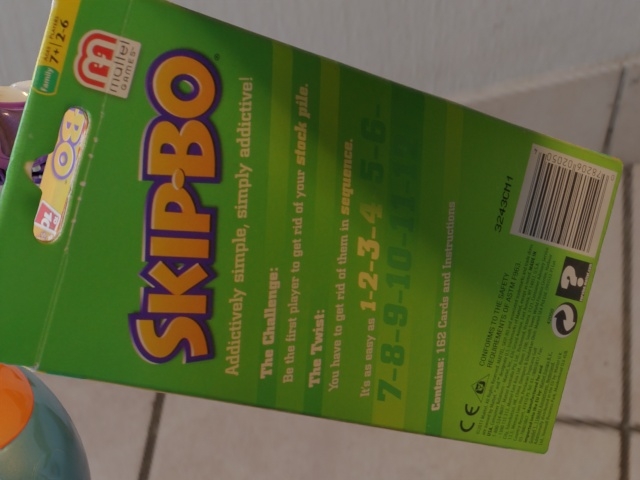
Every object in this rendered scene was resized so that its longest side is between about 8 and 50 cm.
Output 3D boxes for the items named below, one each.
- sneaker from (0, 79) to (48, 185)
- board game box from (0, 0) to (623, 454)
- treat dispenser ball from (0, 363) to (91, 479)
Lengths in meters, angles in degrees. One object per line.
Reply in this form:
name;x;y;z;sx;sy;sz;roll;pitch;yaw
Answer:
sneaker;-0.172;-0.045;0.833;0.170;0.068;0.071;7;44;-17
board game box;0.000;0.000;0.551;0.039;0.259;0.124;16;91;50
treat dispenser ball;-0.336;0.222;1.292;0.288;0.288;0.288;0;54;0
